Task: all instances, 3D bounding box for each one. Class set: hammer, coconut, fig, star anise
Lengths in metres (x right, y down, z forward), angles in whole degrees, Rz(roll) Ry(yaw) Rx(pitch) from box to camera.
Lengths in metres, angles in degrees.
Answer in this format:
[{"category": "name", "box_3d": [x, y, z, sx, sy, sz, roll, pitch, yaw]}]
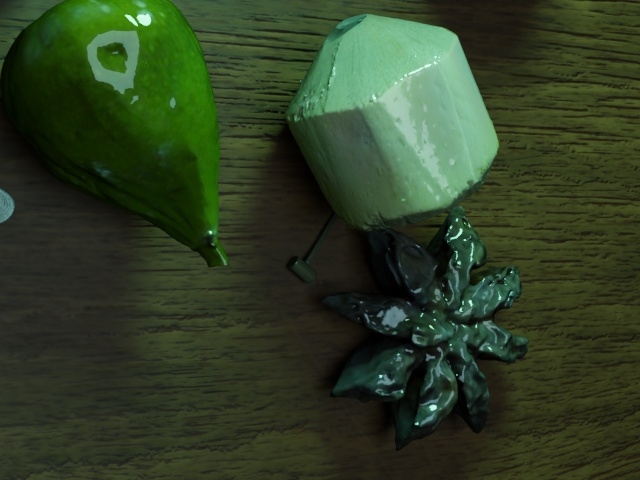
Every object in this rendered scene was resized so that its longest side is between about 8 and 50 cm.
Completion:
[{"category": "hammer", "box_3d": [0.000, 0.000, 1.654, 0.035, 0.019, 0.110, 41, 70, -25]}, {"category": "coconut", "box_3d": [0.080, -0.154, 1.576, 0.239, 0.239, 0.244, -30, 106, -26]}, {"category": "fig", "box_3d": [-0.223, -0.116, 1.410, 0.233, 0.233, 0.314, -12, 108, -29]}, {"category": "star anise", "box_3d": [0.148, 0.116, 1.689, 0.331, 0.117, 0.332, -1, 92, -25]}]

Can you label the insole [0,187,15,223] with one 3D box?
[{"category": "insole", "box_3d": [-0.401, -0.067, 1.425, 0.152, 0.002, 0.053, 37, 74, -26]}]
